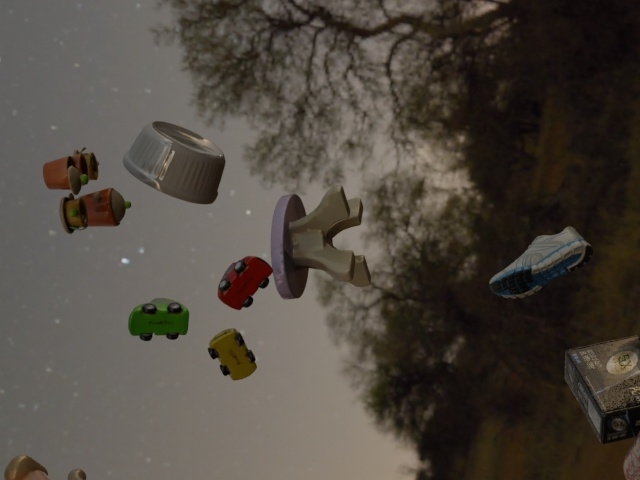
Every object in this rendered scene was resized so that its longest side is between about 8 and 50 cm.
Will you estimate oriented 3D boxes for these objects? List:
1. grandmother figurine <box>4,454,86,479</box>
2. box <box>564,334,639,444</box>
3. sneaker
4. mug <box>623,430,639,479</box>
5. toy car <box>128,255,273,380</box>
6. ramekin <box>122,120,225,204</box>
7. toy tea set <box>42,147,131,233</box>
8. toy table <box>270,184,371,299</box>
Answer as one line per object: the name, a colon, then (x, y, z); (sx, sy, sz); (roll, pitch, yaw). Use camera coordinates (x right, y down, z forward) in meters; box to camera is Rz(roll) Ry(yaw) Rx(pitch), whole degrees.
grandmother figurine: (-0.392, 0.445, 1.352); (0.104, 0.342, 0.208); (9, -88, -37)
box: (0.549, 0.269, 1.680); (0.180, 0.147, 0.078); (-105, 5, -56)
sneaker: (0.388, 0.036, 1.655); (0.071, 0.190, 0.083); (57, -170, -42)
mug: (0.512, 0.340, 1.381); (0.150, 0.113, 0.169); (-59, -17, -22)
toy car: (-0.203, 0.122, 1.511); (0.053, 0.224, 0.239); (-119, 35, -58)
ramekin: (-0.375, -0.213, 2.433); (0.127, 0.272, 0.273); (-63, -7, 16)
toy tea set: (-0.527, -0.118, 2.126); (0.336, 0.124, 0.200); (-87, -12, -83)
toy table: (0.000, 0.000, 1.908); (0.252, 0.160, 0.274); (66, -159, -46)
